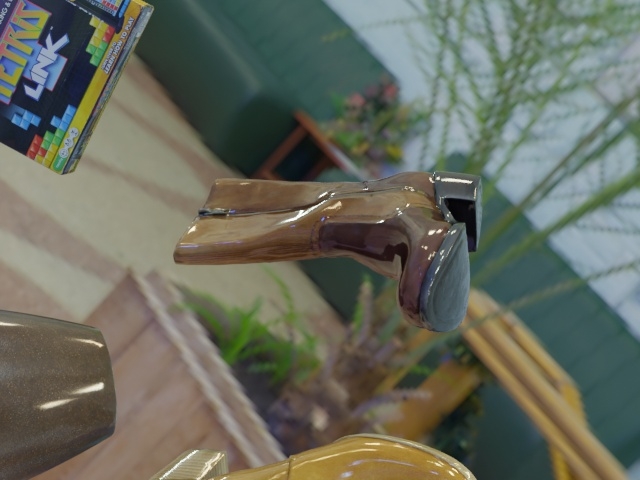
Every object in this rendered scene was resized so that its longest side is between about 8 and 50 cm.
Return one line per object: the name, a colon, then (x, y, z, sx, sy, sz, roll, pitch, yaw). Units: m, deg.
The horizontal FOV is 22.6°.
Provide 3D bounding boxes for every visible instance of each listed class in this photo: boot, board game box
boot: (-0.040, 0.238, 1.230, 0.211, 0.295, 0.104, -46, 131, -58)
board game box: (-0.249, -0.165, 1.428, 0.141, 0.170, 0.048, 27, 8, 2)
boot: (0.000, 0.000, 1.488, 0.264, 0.280, 0.096, -73, 162, -56)

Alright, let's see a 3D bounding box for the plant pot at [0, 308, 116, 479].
plant pot: (-0.316, 0.150, 1.510, 0.230, 0.215, 0.215, -6, 34, -20)
